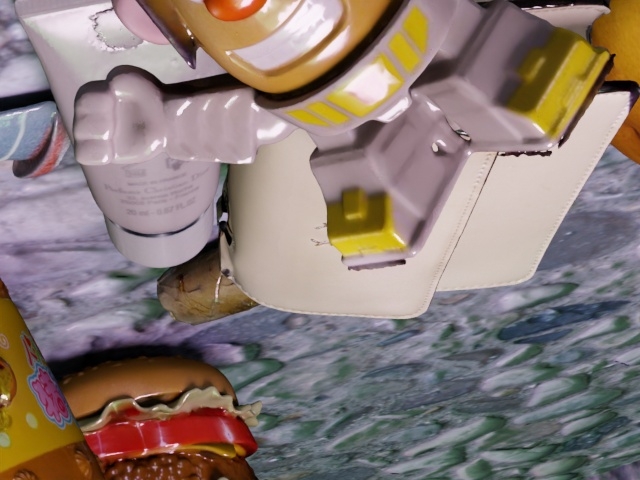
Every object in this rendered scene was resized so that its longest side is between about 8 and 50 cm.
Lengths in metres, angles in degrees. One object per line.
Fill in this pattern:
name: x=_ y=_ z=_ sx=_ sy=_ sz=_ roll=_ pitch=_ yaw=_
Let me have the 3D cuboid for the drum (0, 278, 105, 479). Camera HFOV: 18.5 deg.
drum: x=-0.400 y=0.198 z=1.567 sx=0.431 sy=0.214 sz=0.431 roll=-26 pitch=175 yaw=-3

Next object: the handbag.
handbag: x=0.055 y=-0.069 z=1.344 sx=0.236 sy=0.160 sz=0.358 roll=-5 pitch=160 yaw=-8

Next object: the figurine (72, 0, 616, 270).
figurine: x=-0.008 y=-0.130 z=1.040 sx=0.308 sy=0.308 sz=0.143 roll=-9 pitch=-162 yaw=-10

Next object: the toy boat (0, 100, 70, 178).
toy boat: x=-0.236 y=-0.070 z=1.349 sx=0.122 sy=0.034 sz=0.096 roll=0 pitch=152 yaw=-30

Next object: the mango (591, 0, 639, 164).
mango: x=0.265 y=-0.120 z=1.353 sx=0.236 sy=0.136 sz=0.166 roll=36 pitch=177 yaw=-41

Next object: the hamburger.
hamburger: x=-0.185 y=0.224 z=1.959 sx=0.274 sy=0.212 sz=0.274 roll=-14 pitch=164 yaw=-4

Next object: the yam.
yam: x=0.000 y=0.000 z=1.654 sx=0.317 sy=0.071 sz=0.067 roll=-23 pitch=122 yaw=29

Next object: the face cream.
face cream: x=-0.116 y=-0.083 z=1.321 sx=0.143 sy=0.089 sz=0.314 roll=-10 pitch=154 yaw=-6
